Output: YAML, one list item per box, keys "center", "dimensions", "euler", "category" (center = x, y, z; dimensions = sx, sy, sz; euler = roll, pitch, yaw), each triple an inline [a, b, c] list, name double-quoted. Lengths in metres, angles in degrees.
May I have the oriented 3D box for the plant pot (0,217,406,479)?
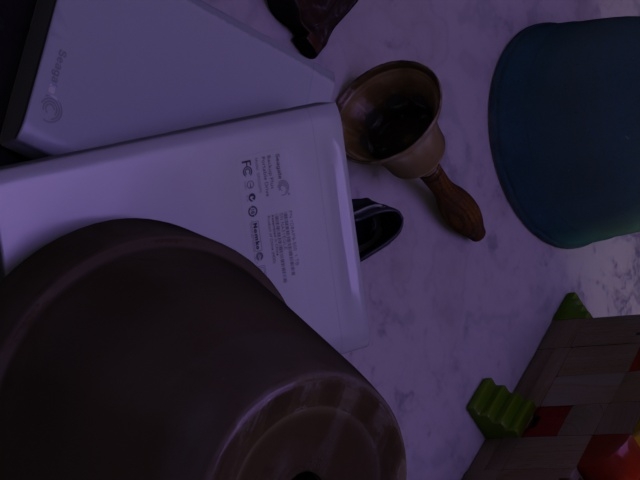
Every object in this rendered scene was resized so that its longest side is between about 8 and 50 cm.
- center: [-0.089, 0.161, 1.343]
  dimensions: [0.323, 0.280, 0.323]
  euler: [-9, 104, -37]
  category: "plant pot"

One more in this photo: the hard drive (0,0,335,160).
- center: [-0.128, -0.122, 1.567]
  dimensions: [0.307, 0.040, 0.203]
  euler: [25, 66, -35]
  category: "hard drive"

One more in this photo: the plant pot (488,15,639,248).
- center: [0.376, -0.138, 1.975]
  dimensions: [0.272, 0.255, 0.271]
  euler: [9, 77, -46]
  category: "plant pot"

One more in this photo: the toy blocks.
- center: [0.322, 0.210, 1.865]
  dimensions: [0.191, 0.261, 0.381]
  euler: [56, 49, -26]
  category: "toy blocks"

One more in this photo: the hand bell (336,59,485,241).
- center: [0.120, -0.071, 1.825]
  dimensions: [0.242, 0.126, 0.126]
  euler: [47, 52, -47]
  category: "hand bell"

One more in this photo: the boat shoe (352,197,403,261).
- center: [0.000, 0.000, 1.693]
  dimensions: [0.206, 0.065, 0.075]
  euler: [-20, 102, -44]
  category: "boat shoe"

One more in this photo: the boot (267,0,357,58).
- center: [-0.004, -0.257, 1.747]
  dimensions: [0.114, 0.037, 0.106]
  euler: [-56, 136, -32]
  category: "boot"

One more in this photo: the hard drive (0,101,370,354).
- center: [-0.121, 0.022, 1.507]
  dimensions: [0.353, 0.047, 0.233]
  euler: [-15, 102, -35]
  category: "hard drive"
